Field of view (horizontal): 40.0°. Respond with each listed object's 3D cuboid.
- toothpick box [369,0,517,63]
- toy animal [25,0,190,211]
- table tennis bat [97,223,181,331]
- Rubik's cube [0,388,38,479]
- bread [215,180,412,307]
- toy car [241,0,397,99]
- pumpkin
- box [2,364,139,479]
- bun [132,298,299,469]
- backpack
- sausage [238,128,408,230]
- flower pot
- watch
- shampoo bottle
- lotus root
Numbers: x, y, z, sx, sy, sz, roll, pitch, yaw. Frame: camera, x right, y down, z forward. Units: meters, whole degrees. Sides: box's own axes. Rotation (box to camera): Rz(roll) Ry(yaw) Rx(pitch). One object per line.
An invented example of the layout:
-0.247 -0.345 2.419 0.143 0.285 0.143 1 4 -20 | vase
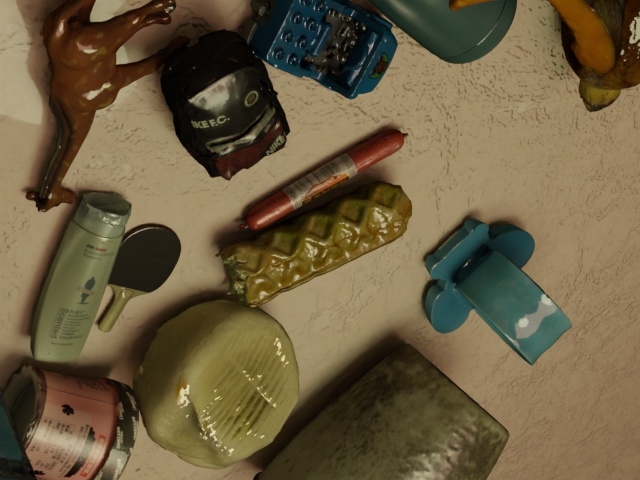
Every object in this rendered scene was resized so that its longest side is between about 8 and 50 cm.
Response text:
0.120 -0.283 0.966 0.184 0.120 0.120 23 109 -41 | toothpick box
-0.229 -0.144 0.877 0.230 0.066 0.224 -43 157 -11 | toy animal
-0.227 0.047 1.066 0.087 0.013 0.156 19 111 -44 | table tennis bat
-0.503 0.267 0.804 0.362 0.363 0.358 28 107 -44 | Rubik's cube
0.000 -0.001 1.132 0.270 0.087 0.098 -25 134 -17 | bread
0.013 -0.214 0.958 0.191 0.100 0.097 12 114 -44 | toy car
0.216 -0.327 0.928 0.290 0.258 0.095 4 159 -41 | pumpkin
-0.315 0.227 1.058 0.135 0.151 0.151 28 106 -37 | box
-0.143 0.188 1.157 0.229 0.145 0.229 -1 91 -46 | bun
-0.099 -0.137 0.917 0.120 0.105 0.165 -34 158 -1 | backpack
0.005 -0.078 1.115 0.253 0.034 0.034 -30 136 -10 | sausage
0.107 0.349 1.370 0.330 0.294 0.293 -49 137 -3 | flower pot
0.273 0.088 1.321 0.211 0.193 0.210 -21 134 -23 | watch
-0.275 0.044 1.003 0.072 0.049 0.212 6 120 -38 | shampoo bottle
0.384 -0.297 1.103 0.142 0.169 0.314 -2 127 -17 | lotus root
